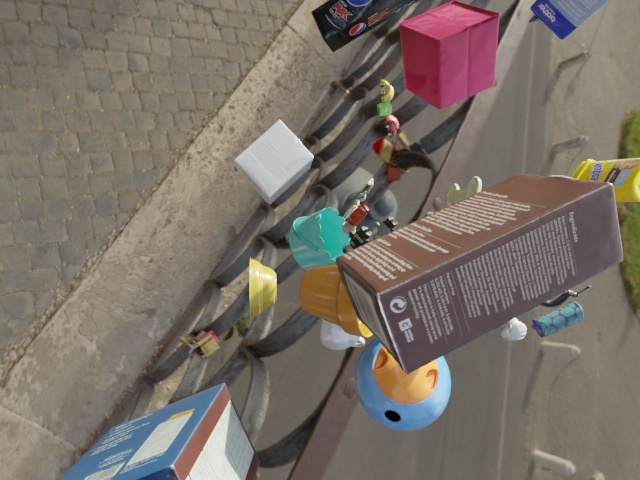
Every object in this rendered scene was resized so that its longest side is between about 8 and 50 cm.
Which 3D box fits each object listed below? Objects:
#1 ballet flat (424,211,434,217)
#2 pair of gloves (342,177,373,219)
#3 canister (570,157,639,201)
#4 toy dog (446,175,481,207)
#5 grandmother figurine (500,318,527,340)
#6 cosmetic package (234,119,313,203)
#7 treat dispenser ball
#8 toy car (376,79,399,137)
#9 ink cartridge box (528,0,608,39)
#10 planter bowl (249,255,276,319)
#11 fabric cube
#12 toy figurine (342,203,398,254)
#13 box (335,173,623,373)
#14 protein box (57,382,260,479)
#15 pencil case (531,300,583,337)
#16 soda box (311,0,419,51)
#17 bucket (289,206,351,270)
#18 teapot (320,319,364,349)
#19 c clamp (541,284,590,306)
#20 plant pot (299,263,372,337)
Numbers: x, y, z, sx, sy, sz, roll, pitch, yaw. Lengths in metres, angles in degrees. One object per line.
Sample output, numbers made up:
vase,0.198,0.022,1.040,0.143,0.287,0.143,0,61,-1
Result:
ballet flat,0.459,-0.007,1.589,0.077,0.079,0.222,-37,85,1
pair of gloves,0.194,-0.201,2.112,0.042,0.204,0.240,37,106,1
canister,0.746,-0.154,1.080,0.073,0.170,0.126,45,77,-21
toy dog,0.771,-0.073,1.764,0.407,0.284,0.396,8,79,-5
grandmother figurine,0.640,0.236,1.606,0.104,0.208,0.342,-35,63,-5
cosmetic package,-0.139,-0.231,1.274,0.183,0.151,0.151,-42,92,-7
treat dispenser ball,0.249,0.424,1.285,0.288,0.288,0.289,5,81,-31
toy car,0.271,-0.530,1.699,0.225,0.053,0.239,-47,128,-65
ink cartridge box,0.791,-0.764,1.195,0.151,0.395,0.270,43,60,-1
planter bowl,-0.195,0.161,1.439,0.090,0.217,0.217,0,83,-8
fabric cube,0.473,-0.692,1.563,0.259,0.254,0.258,-25,134,-8
toy figurine,0.192,-0.011,1.630,0.209,0.148,0.213,20,39,-19
box,0.237,0.030,0.663,0.381,0.191,0.143,-25,108,-8
protein box,-0.209,0.316,0.536,0.199,0.201,0.136,-23,93,4
pencil case,0.771,0.257,1.369,0.151,0.070,0.065,-25,93,2
soda box,0.075,-0.371,0.661,0.053,0.168,0.060,66,17,4
bucket,0.000,0.000,1.893,0.281,0.183,0.281,37,44,-46
teapot,0.122,0.416,2.004,0.256,0.187,0.253,-13,111,-70
c clamp,0.691,0.154,1.265,0.160,0.137,0.022,11,50,0
plant pot,0.053,0.143,1.134,0.205,0.187,0.205,-16,108,-61
